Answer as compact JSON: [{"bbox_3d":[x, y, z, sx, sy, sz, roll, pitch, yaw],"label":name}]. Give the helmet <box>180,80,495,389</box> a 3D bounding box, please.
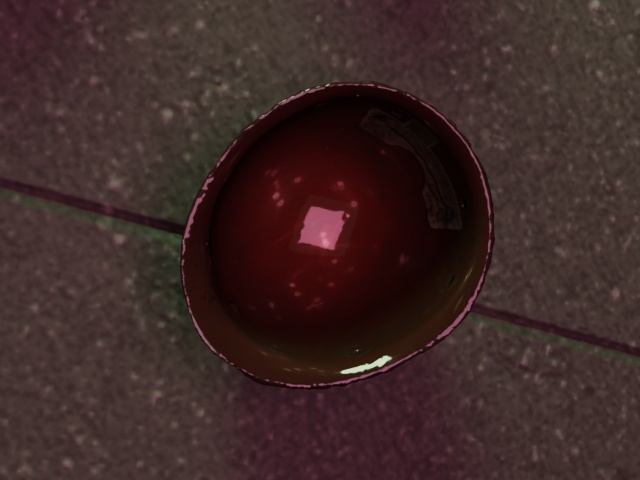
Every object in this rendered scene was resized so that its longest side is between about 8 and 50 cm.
[{"bbox_3d":[0.000,0.000,0.661,0.155,0.106,0.175,45,81,-10],"label":"helmet"}]
